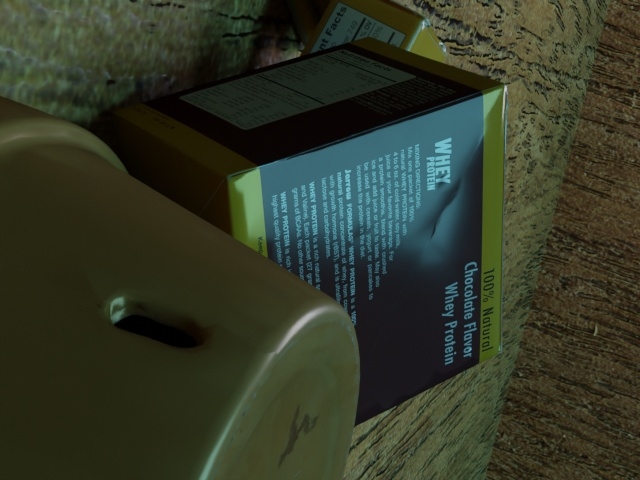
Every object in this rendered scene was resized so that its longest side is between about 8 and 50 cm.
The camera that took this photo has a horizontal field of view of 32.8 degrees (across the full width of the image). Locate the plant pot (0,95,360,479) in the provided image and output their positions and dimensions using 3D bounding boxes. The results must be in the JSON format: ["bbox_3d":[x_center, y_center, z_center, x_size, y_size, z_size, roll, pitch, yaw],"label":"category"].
[{"bbox_3d":[-0.112,0.094,0.478,0.291,0.203,0.291,17,90,-71],"label":"plant pot"}]

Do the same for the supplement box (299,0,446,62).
[{"bbox_3d":[0.000,-0.064,0.792,0.233,0.080,0.078,-58,160,2],"label":"supplement box"}]

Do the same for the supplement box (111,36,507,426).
[{"bbox_3d":[0.000,0.000,0.668,0.194,0.129,0.191,-22,123,-30],"label":"supplement box"}]

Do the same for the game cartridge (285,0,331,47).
[{"bbox_3d":[0.035,-0.341,0.787,0.285,0.052,0.324,62,48,-65],"label":"game cartridge"}]
